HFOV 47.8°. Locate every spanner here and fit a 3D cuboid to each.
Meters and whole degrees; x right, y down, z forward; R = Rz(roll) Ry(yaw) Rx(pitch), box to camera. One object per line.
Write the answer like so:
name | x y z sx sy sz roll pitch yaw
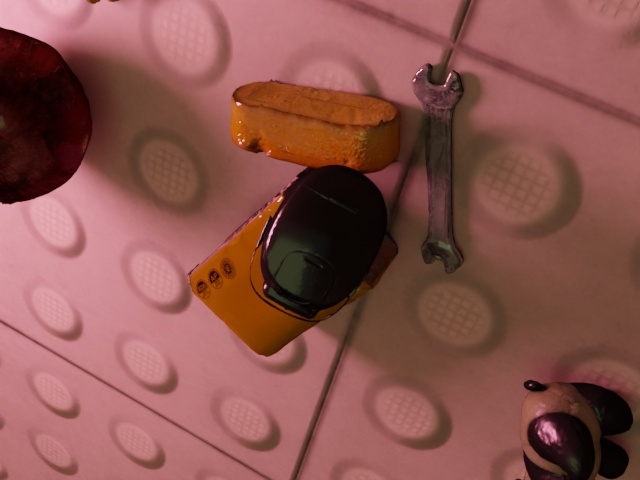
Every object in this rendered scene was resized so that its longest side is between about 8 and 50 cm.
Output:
spanner | 0.158 -0.088 0.969 0.071 0.017 0.302 9 123 25

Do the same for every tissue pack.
tissue pack | -0.048 0.039 1.089 0.192 0.134 0.271 47 131 -6

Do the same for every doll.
doll | 0.356 0.306 1.039 0.135 0.143 0.234 22 133 46

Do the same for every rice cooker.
rice cooker | -0.001 0.001 0.903 0.142 0.118 0.203 30 102 -7

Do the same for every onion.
onion | -0.494 -0.191 1.122 0.276 0.276 0.276 14 125 21

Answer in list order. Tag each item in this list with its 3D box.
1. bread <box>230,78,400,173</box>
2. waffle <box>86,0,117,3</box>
bread | -0.009 -0.148 0.972 0.245 0.102 0.095 14 122 20
waffle | -0.316 -0.483 0.959 0.311 0.060 0.307 -30 101 37
